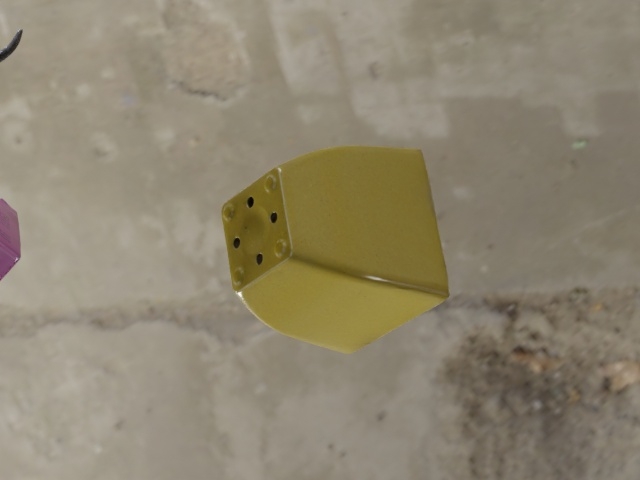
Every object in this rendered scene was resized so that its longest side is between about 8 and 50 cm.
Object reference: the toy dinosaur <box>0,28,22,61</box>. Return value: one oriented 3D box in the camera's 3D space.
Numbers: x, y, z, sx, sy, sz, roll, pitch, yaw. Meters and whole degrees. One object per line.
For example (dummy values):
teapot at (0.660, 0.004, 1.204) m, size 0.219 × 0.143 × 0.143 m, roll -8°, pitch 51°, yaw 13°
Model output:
toy dinosaur at (-0.330, -0.049, 1.051) m, size 0.314 × 0.160 × 0.121 m, roll 4°, pitch 148°, yaw 10°

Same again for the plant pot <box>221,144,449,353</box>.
plant pot at (0.000, 0.000, 0.894) m, size 0.081 × 0.083 × 0.081 m, roll -33°, pitch 57°, yaw 43°

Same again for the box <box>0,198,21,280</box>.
box at (-0.365, 0.016, 1.262) m, size 0.213 × 0.117 × 0.243 m, roll 42°, pitch 96°, yaw -19°
